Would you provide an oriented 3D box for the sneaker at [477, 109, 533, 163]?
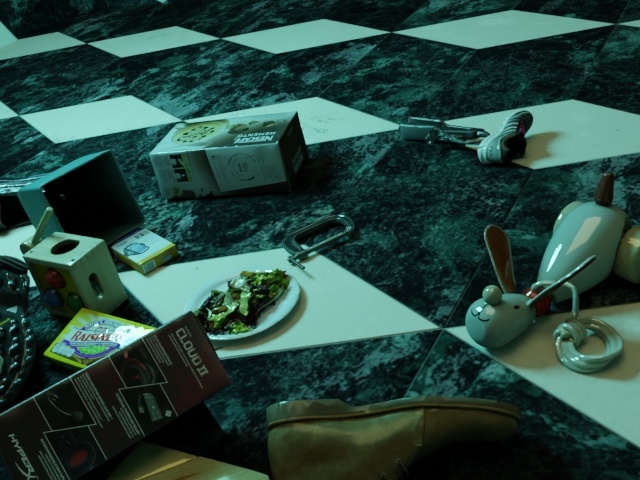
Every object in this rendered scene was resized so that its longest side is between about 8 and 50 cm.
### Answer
[{"bbox_3d":[0.391,-0.205,1.546,0.075,0.063,0.170,18,48,42],"label":"sneaker"}]

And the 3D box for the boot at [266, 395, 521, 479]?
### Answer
[{"bbox_3d":[0.089,0.248,0.913,0.305,0.112,0.115,-6,61,4],"label":"boot"}]

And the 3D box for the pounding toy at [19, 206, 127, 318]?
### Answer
[{"bbox_3d":[-0.471,0.040,1.351,0.206,0.181,0.094,8,37,31],"label":"pounding toy"}]

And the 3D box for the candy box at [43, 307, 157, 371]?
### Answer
[{"bbox_3d":[-0.337,0.170,1.220,0.206,0.027,0.105,9,48,32],"label":"candy box"}]

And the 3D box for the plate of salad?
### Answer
[{"bbox_3d":[-0.133,0.093,1.267,0.200,0.048,0.200,-9,31,6],"label":"plate of salad"}]

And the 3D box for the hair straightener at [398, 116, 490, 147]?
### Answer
[{"bbox_3d":[0.262,-0.217,1.642,0.230,0.047,0.089,19,43,36],"label":"hair straightener"}]

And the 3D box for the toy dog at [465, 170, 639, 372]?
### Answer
[{"bbox_3d":[0.350,0.017,1.099,0.220,0.161,0.334,10,37,33],"label":"toy dog"}]

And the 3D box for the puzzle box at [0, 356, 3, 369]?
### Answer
[{"bbox_3d":[-0.574,0.315,0.927,0.409,0.052,0.272,-35,30,6],"label":"puzzle box"}]

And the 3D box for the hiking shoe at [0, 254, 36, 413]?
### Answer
[{"bbox_3d":[-0.528,0.170,1.254,0.113,0.132,0.304,12,43,-23],"label":"hiking shoe"}]

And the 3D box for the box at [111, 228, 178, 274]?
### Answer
[{"bbox_3d":[-0.346,0.018,1.493,0.081,0.028,0.136,-32,33,-29],"label":"box"}]

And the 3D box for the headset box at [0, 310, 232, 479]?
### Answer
[{"bbox_3d":[-0.257,0.203,0.976,0.293,0.110,0.218,-29,-3,-25],"label":"headset box"}]

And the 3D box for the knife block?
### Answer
[{"bbox_3d":[-0.207,0.347,0.841,0.276,0.088,0.242,6,36,28],"label":"knife block"}]

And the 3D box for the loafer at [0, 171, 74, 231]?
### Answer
[{"bbox_3d":[-0.693,-0.076,1.707,0.303,0.109,0.095,-17,35,-13],"label":"loafer"}]

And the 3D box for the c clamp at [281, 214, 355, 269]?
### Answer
[{"bbox_3d":[0.000,0.000,1.401,0.161,0.022,0.137,-29,29,-22],"label":"c clamp"}]

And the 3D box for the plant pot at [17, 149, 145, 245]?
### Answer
[{"bbox_3d":[-0.515,-0.075,1.579,0.234,0.165,0.165,4,33,48],"label":"plant pot"}]

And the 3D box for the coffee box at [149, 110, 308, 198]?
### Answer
[{"bbox_3d":[-0.195,-0.185,1.677,0.297,0.118,0.168,-3,31,17],"label":"coffee box"}]
